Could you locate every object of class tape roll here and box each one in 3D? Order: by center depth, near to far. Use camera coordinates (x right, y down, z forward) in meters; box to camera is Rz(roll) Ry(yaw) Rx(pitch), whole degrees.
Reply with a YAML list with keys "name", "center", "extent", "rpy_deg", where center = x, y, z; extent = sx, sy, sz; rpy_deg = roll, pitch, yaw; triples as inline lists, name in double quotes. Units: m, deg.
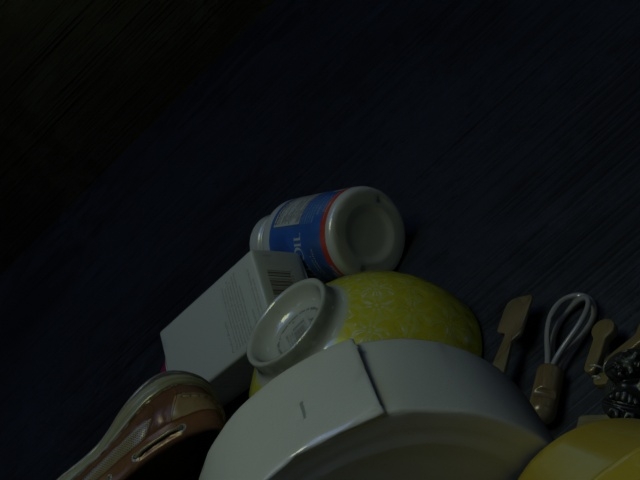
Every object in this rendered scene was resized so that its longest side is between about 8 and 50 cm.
- name: "tape roll"
  center: [0.051, 0.216, 0.744]
  extent: [0.286, 0.286, 0.100]
  rpy_deg: [-43, 24, 10]

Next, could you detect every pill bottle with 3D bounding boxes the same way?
- name: "pill bottle"
  center: [0.000, 0.000, 1.349]
  extent: [0.221, 0.124, 0.124]
  rpy_deg: [-9, 45, 56]

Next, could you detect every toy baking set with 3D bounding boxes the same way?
- name: "toy baking set"
  center: [0.216, 0.134, 0.912]
  extent: [0.197, 0.030, 0.256]
  rpy_deg: [-49, 24, -10]

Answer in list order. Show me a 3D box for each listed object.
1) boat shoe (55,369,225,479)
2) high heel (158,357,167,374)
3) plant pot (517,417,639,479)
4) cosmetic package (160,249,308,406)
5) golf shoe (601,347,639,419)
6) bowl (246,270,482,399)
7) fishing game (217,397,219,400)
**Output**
- name: "boat shoe"
  center: [-0.208, 0.283, 1.022]
  extent: [0.324, 0.123, 0.116]
  rpy_deg: [-56, 33, 0]
- name: "high heel"
  center: [-0.185, 0.204, 1.401]
  extent: [0.117, 0.082, 0.244]
  rpy_deg: [-55, 10, 7]
- name: "plant pot"
  center: [0.213, 0.210, 0.568]
  extent: [0.254, 0.254, 0.239]
  rpy_deg: [-49, 8, -2]
- name: "cosmetic package"
  center: [-0.108, 0.119, 1.306]
  extent: [0.231, 0.085, 0.117]
  rpy_deg: [-40, 56, 40]
- name: "golf shoe"
  center: [0.307, 0.123, 0.724]
  extent: [0.198, 0.094, 0.077]
  rpy_deg: [12, 74, 33]
- name: "bowl"
  center: [0.013, 0.132, 1.090]
  extent: [0.289, 0.156, 0.289]
  rpy_deg: [-37, 27, 22]
- name: "fishing game"
  center: [-0.121, 0.285, 1.052]
  extent: [0.189, 0.041, 0.264]
  rpy_deg: [-45, 32, 10]
